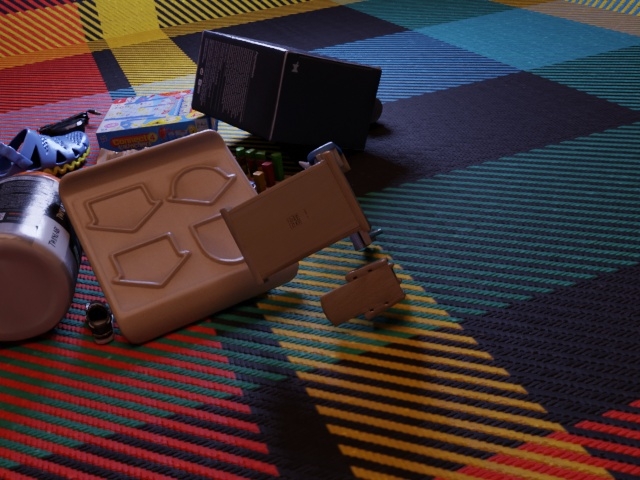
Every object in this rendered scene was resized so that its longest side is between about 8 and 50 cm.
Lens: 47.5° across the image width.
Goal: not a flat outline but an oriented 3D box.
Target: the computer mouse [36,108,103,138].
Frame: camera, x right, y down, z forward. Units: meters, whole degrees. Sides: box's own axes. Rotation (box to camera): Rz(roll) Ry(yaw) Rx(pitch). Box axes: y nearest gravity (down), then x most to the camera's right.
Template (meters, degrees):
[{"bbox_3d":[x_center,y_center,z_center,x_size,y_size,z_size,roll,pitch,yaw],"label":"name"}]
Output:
[{"bbox_3d":[-0.717,-0.334,2.148,0.184,0.060,0.262,-29,23,-27],"label":"computer mouse"}]

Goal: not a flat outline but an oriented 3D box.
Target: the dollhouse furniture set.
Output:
[{"bbox_3d":[0.000,0.000,1.270,0.198,0.286,0.303,-27,0,9],"label":"dollhouse furniture set"}]

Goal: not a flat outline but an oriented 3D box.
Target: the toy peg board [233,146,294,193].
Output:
[{"bbox_3d":[-0.170,-0.148,1.646,0.161,0.079,0.161,12,33,33],"label":"toy peg board"}]

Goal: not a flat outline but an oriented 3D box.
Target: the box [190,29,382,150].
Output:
[{"bbox_3d":[-0.095,-0.380,1.829,0.294,0.211,0.395,0,18,-38],"label":"box"}]

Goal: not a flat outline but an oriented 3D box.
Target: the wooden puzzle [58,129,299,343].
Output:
[{"bbox_3d":[-0.254,-0.012,1.296,0.322,0.080,0.347,-22,64,-21],"label":"wooden puzzle"}]

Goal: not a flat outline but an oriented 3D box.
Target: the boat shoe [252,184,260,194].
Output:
[{"bbox_3d":[-0.200,-0.049,1.479,0.073,0.073,0.207,16,37,35],"label":"boat shoe"}]

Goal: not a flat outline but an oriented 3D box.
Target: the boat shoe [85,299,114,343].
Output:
[{"bbox_3d":[-0.375,0.127,1.225,0.046,0.038,0.125,-15,29,-14],"label":"boat shoe"}]

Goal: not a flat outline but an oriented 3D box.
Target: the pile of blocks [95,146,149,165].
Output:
[{"bbox_3d":[-0.396,-0.138,1.685,0.362,0.149,0.112,3,72,36],"label":"pile of blocks"}]

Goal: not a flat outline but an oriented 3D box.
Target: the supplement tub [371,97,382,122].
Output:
[{"bbox_3d":[0.079,-0.371,1.977,0.106,0.106,0.198,-25,34,-30],"label":"supplement tub"}]

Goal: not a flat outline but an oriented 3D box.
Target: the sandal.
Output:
[{"bbox_3d":[-0.733,-0.226,1.868,0.126,0.138,0.317,11,31,34],"label":"sandal"}]

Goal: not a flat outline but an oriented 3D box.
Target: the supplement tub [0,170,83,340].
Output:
[{"bbox_3d":[-0.533,0.010,1.303,0.207,0.207,0.338,-11,29,-7],"label":"supplement tub"}]

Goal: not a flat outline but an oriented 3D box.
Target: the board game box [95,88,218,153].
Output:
[{"bbox_3d":[-0.446,-0.333,2.048,0.302,0.086,0.308,-8,28,-1],"label":"board game box"}]
